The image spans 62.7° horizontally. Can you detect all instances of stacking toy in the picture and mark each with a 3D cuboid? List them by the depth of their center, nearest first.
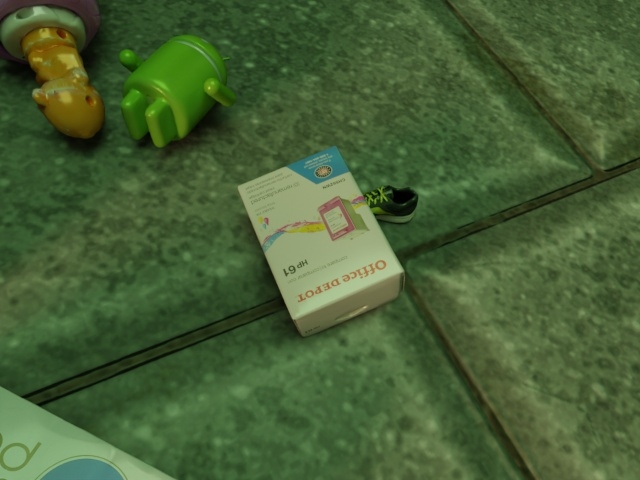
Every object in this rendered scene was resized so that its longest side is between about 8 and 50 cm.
[{"bbox_3d":[-0.253,-0.222,0.462,0.175,0.165,0.302,-3,70,-66],"label":"stacking toy"}]

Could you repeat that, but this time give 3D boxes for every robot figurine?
[{"bbox_3d":[-0.128,-0.136,0.469,0.101,0.067,0.115,19,55,14],"label":"robot figurine"}]

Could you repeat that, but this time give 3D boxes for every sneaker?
[{"bbox_3d":[0.047,-0.035,0.464,0.083,0.035,0.031,-4,59,-15],"label":"sneaker"}]

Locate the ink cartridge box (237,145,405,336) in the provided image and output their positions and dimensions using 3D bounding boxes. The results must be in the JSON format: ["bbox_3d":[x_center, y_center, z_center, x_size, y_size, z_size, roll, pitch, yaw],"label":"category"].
[{"bbox_3d":[0.000,0.000,0.410,0.088,0.052,0.123,-24,66,-5],"label":"ink cartridge box"}]

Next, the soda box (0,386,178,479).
[{"bbox_3d":[-0.160,0.138,0.291,0.216,0.069,0.074,25,57,4],"label":"soda box"}]
